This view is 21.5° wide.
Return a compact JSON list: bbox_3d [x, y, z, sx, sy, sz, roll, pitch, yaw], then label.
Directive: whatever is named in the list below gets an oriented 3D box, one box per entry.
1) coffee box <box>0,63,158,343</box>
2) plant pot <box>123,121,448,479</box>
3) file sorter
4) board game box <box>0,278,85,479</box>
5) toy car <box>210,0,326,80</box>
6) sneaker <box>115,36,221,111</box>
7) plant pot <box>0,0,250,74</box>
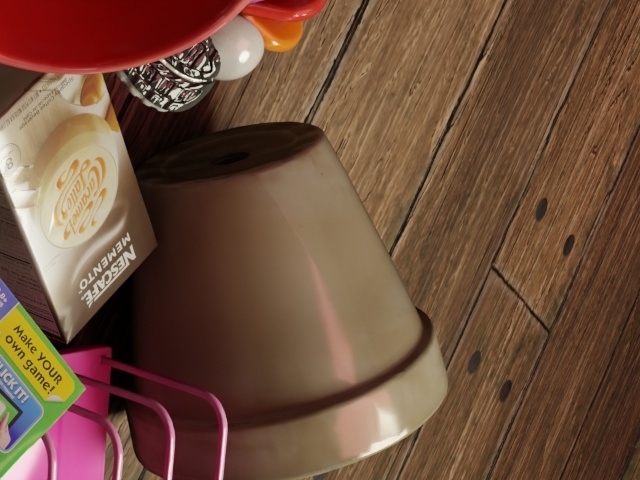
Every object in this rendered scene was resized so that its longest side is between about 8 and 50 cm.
[{"bbox_3d":[-0.242,-0.053,1.449,0.141,0.098,0.247,-50,144,-32],"label":"coffee box"},{"bbox_3d":[-0.057,0.045,1.648,0.323,0.323,0.280,-33,118,-47],"label":"plant pot"},{"bbox_3d":[-0.243,0.222,1.468,0.290,0.182,0.202,-6,105,-51],"label":"file sorter"},{"bbox_3d":[-0.324,0.052,1.121,0.213,0.046,0.317,-48,113,-33],"label":"board game box"},{"bbox_3d":[-0.063,-0.247,1.562,0.182,0.136,0.159,70,23,-48],"label":"toy car"},{"bbox_3d":[-0.197,-0.221,1.445,0.100,0.108,0.271,-43,128,-10],"label":"sneaker"},{"bbox_3d":[-0.175,-0.295,1.183,0.275,0.274,0.243,67,9,-50],"label":"plant pot"}]
